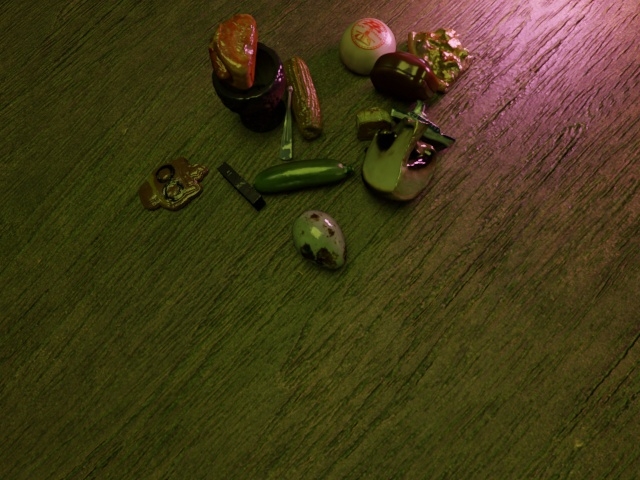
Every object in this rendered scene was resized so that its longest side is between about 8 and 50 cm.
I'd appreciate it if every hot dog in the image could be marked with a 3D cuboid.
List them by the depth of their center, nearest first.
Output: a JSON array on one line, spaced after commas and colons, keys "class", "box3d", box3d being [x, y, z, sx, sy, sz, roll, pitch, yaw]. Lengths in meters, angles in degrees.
[{"class": "hot dog", "box3d": [-0.302, -0.651, 1.487, 0.153, 0.150, 0.257, 3, 72, -4]}]

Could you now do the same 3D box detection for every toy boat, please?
[{"class": "toy boat", "box3d": [0.386, -0.433, 1.615, 0.262, 0.114, 0.115, 41, 90, 2]}]

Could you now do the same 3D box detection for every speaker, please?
[{"class": "speaker", "box3d": [-0.301, -0.207, 1.651, 0.044, 0.082, 0.218, -44, 71, -7]}]

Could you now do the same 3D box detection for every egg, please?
[{"class": "egg", "box3d": [0.000, 0.000, 1.500, 0.169, 0.169, 0.231, -40, 83, -7]}]

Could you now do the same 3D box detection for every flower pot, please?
[{"class": "flower pot", "box3d": [-0.252, -0.567, 1.666, 0.266, 0.267, 0.266, -2, 72, 5]}]

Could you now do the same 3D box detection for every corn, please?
[{"class": "corn", "box3d": [-0.073, -0.573, 1.726, 0.120, 0.120, 0.363, -15, 75, 2]}]

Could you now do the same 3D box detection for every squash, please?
[{"class": "squash", "box3d": [-0.069, -0.246, 1.622, 0.395, 0.107, 0.107, -7, 71, 5]}]

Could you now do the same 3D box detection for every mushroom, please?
[{"class": "mushroom", "box3d": [0.285, -0.290, 1.580, 0.217, 0.212, 0.292, 20, 100, 55]}]

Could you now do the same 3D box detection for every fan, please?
[{"class": "fan", "box3d": [-0.132, -0.454, 1.685, 0.057, 0.023, 0.282, 3, 97, 9]}]

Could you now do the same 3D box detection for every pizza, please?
[{"class": "pizza", "box3d": [0.485, -0.747, 1.733, 0.223, 0.089, 0.323, -24, 71, 2]}]

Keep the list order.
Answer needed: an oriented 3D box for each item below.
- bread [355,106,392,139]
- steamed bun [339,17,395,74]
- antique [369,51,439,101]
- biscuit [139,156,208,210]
[{"class": "bread", "box3d": [0.201, -0.444, 1.642, 0.140, 0.128, 0.069, -7, 71, 0]}, {"class": "steamed bun", "box3d": [0.188, -0.798, 1.751, 0.232, 0.145, 0.232, -2, 71, 7]}, {"class": "antique", "box3d": [0.315, -0.617, 1.641, 0.278, 0.223, 0.129, 29, 91, 48]}, {"class": "biscuit", "box3d": [-0.580, -0.222, 1.711, 0.290, 0.041, 0.208, -30, 72, -3]}]
